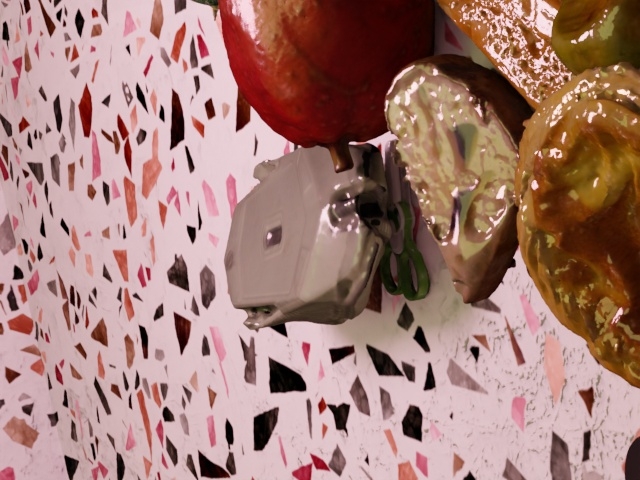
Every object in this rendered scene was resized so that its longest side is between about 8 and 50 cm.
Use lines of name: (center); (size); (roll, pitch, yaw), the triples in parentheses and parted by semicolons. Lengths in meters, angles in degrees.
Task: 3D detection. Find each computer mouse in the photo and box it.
computer mouse: (0.004, 0.000, 2.180); (0.429, 0.146, 0.228); (159, 118, -65)

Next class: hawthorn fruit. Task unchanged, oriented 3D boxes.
hawthorn fruit: (0.014, -0.235, 1.981); (0.265, 0.265, 0.307); (2, 106, 63)

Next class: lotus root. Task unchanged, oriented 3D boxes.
lotus root: (0.165, -0.083, 1.797); (0.170, 0.074, 0.260); (-36, 73, 40)

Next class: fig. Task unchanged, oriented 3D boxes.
fig: (0.292, -0.203, 1.559); (0.166, 0.154, 0.144); (-12, 66, 29)

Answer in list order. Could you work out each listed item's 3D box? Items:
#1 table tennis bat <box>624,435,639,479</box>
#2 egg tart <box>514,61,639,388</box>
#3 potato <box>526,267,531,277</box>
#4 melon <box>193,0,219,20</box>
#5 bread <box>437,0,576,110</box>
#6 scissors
table tennis bat: (0.350, 0.280, 1.738); (0.095, 0.014, 0.158); (-4, 93, 62)
egg tart: (0.325, -0.015, 1.521); (0.352, 0.150, 0.352); (38, 143, 36)
potato: (0.263, -0.012, 1.761); (0.096, 0.066, 0.103); (-81, 9, -61)
melon: (-0.146, -0.447, 2.309); (0.182, 0.182, 0.287); (29, 122, 57)
bread: (0.223, -0.239, 1.763); (0.271, 0.077, 0.139); (53, 138, 41)
scissors: (0.101, -0.027, 2.118); (0.101, 0.027, 0.204); (16, 114, 60)
